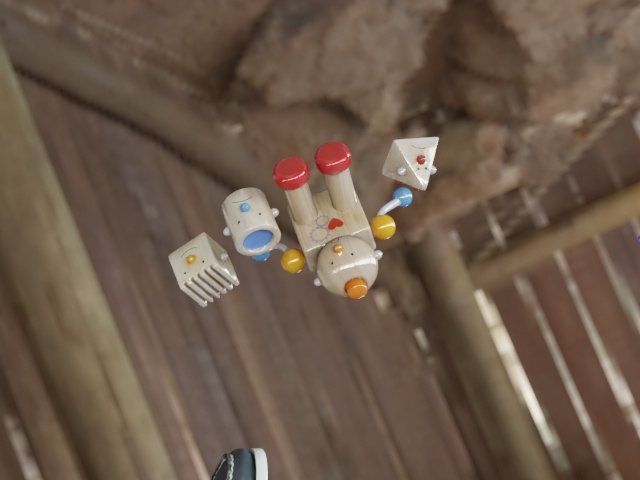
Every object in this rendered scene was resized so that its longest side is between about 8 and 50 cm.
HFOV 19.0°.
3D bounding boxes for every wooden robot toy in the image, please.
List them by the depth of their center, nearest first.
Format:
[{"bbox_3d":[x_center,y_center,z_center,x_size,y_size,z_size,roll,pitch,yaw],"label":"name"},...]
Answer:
[{"bbox_3d":[0.000,0.000,1.103,0.173,0.079,0.076,-22,143,-1],"label":"wooden robot toy"}]

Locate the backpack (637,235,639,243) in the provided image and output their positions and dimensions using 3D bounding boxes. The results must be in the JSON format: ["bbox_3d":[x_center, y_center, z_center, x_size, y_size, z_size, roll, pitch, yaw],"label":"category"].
[{"bbox_3d":[0.396,0.017,1.983,0.101,0.120,0.098,-27,163,-44],"label":"backpack"}]

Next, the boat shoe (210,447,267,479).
[{"bbox_3d":[-0.141,0.347,1.777,0.113,0.340,0.127,17,-178,-10],"label":"boat shoe"}]
